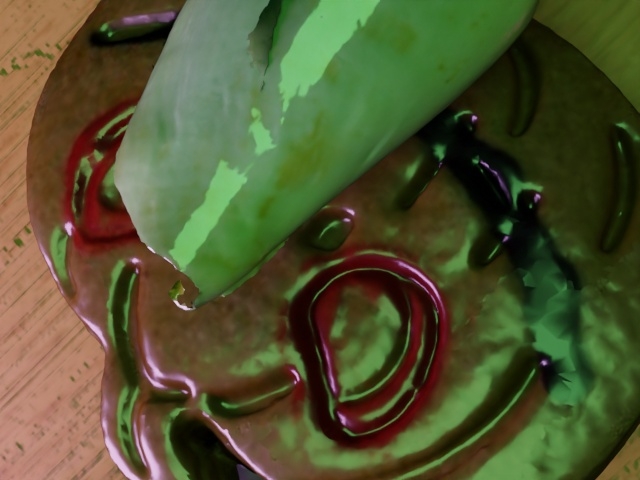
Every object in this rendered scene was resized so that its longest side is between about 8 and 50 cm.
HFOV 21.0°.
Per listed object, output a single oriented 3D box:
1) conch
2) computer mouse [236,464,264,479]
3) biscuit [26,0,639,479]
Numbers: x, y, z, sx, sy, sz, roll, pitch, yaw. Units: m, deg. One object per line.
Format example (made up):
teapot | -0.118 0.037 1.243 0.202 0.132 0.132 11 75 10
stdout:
conch | -0.007 -0.100 0.830 0.250 0.137 0.143 -41 90 9
computer mouse | 0.019 0.062 0.927 0.232 0.057 0.120 -23 77 5
biscuit | 0.000 0.000 0.883 0.367 0.063 0.314 38 84 19
